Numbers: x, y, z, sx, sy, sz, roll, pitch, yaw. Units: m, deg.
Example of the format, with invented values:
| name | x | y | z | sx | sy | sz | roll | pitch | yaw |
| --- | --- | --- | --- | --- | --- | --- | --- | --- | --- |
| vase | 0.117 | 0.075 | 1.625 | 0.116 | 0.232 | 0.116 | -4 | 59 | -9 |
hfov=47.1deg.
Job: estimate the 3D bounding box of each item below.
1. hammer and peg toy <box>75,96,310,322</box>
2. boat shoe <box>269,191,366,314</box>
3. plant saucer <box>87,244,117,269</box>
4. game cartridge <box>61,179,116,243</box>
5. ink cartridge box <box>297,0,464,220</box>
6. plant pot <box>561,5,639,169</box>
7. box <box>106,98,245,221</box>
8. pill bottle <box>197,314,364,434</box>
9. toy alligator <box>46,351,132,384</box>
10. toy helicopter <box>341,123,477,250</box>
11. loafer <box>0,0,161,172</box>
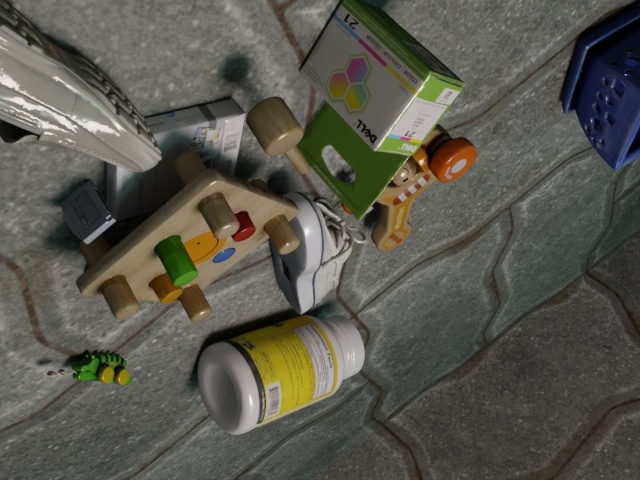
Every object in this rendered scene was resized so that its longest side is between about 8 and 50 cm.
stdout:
| name | x | y | z | sx | sy | sz | roll | pitch | yaw |
| --- | --- | --- | --- | --- | --- | --- | --- | --- | --- |
| hammer and peg toy | -0.133 | -0.024 | 1.038 | 0.361 | 0.127 | 0.266 | -37 | 160 | 14 |
| boat shoe | 0.005 | 0.007 | 1.326 | 0.156 | 0.136 | 0.367 | -31 | 153 | -16 |
| plant saucer | -0.314 | 0.036 | 1.114 | 0.083 | 0.013 | 0.083 | -30 | 151 | -18 |
| game cartridge | -0.303 | -0.035 | 0.950 | 0.056 | 0.083 | 0.017 | -37 | 147 | -2 |
| ink cartridge box | 0.050 | -0.180 | 1.049 | 0.097 | 0.189 | 0.255 | 0 | 133 | -51 |
| plant pot | 0.648 | -0.330 | 1.523 | 0.236 | 0.212 | 0.236 | -32 | 152 | -15 |
| box | -0.200 | -0.111 | 1.012 | 0.186 | 0.038 | 0.145 | -22 | 148 | -31 |
| pill bottle | -0.074 | 0.266 | 1.547 | 0.334 | 0.188 | 0.188 | -13 | 142 | -39 |
| toy alligator | -0.384 | 0.214 | 1.252 | 0.190 | 0.056 | 0.051 | 28 | 67 | -59 |
| toy helicopter | 0.132 | -0.079 | 1.356 | 0.235 | 0.140 | 0.355 | -27 | 152 | -18 |
| loafer | -0.296 | -0.150 | 0.779 | 0.111 | 0.112 | 0.319 | -39 | 145 | 10 |
